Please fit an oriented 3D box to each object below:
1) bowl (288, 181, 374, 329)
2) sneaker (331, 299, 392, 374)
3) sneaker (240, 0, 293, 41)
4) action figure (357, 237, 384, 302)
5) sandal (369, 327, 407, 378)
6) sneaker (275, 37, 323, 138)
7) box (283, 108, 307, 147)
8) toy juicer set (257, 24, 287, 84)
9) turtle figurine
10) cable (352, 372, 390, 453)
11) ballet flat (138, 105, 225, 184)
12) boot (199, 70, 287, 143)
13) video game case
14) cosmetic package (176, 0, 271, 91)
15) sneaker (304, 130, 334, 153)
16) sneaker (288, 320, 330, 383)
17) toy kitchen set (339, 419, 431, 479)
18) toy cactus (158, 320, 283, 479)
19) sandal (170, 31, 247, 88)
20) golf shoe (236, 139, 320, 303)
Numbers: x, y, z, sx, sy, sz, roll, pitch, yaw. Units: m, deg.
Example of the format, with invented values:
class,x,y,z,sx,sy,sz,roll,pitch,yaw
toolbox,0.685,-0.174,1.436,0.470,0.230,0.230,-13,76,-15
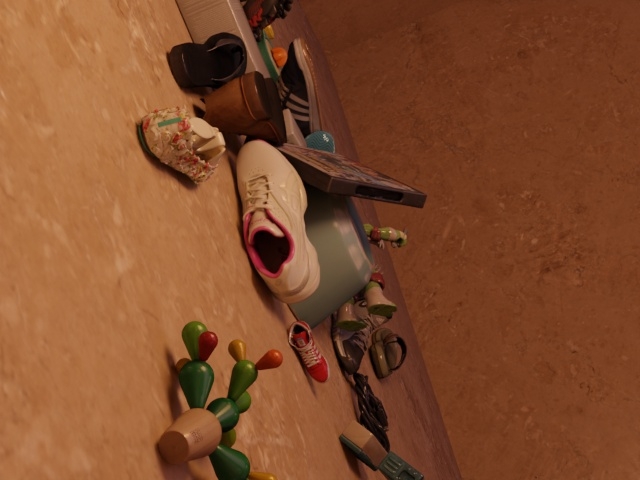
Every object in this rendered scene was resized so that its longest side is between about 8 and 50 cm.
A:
class,x,y,z,sx,sy,sz,roll,pitch,yaw
bowl,0.000,0.000,1.735,0.311,0.163,0.311,-22,90,-81
sneaker,0.097,0.195,1.965,0.228,0.132,0.086,-97,164,-58
sneaker,-0.154,-0.478,1.825,0.135,0.098,0.276,56,-27,-8
action figure,0.095,0.056,2.246,0.164,0.141,0.275,82,-6,-56
sandal,0.196,0.311,2.449,0.303,0.086,0.120,-40,110,-81
sneaker,-0.081,-0.304,1.879,0.282,0.153,0.099,80,2,-57
box,-0.088,-0.198,1.847,0.101,0.102,0.087,60,15,-44
toy juicer set,-0.134,-0.469,2.221,0.209,0.090,0.328,51,21,-64
turtle figurine,0.106,0.064,1.954,0.274,0.198,0.266,70,12,-58
cable,0.103,0.373,1.917,0.150,0.047,0.184,-60,131,-72
ballet flat,-0.176,-0.132,1.244,0.241,0.077,0.091,12,57,-80
boot,-0.131,-0.230,1.593,0.305,0.115,0.112,19,57,-78
video game case,0.025,-0.132,1.696,0.248,0.035,0.275,7,16,-42
cosmetic package,-0.180,-0.379,1.710,0.127,0.107,0.237,-65,136,-77
sneaker,-0.023,-0.128,1.940,0.092,0.088,0.228,-9,114,-85
sneaker,-0.021,0.194,1.547,0.118,0.042,0.067,64,3,13
toy kitchen set,0.099,0.463,1.611,0.207,0.166,0.122,31,-17,34
toy cactus,-0.103,0.193,0.931,0.180,0.112,0.218,-15,93,-71
sandal,-0.175,-0.307,1.532,0.254,0.055,0.097,-48,125,-65
golf shoe,-0.084,-0.048,1.512,0.140,0.115,0.306,38,31,-67
